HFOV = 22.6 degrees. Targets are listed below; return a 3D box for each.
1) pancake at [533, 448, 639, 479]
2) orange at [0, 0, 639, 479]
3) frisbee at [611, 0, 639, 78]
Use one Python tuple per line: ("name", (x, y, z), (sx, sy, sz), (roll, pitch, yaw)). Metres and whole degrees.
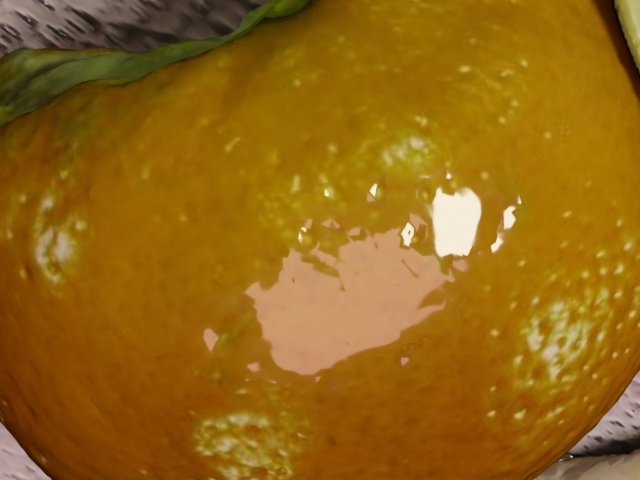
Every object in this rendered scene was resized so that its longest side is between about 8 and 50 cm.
("pancake", (0.148, 0.180, 0.683), (0.282, 0.049, 0.282), (-5, 124, -7))
("orange", (0.004, 0.003, 0.471), (0.237, 0.158, 0.179), (-16, 140, -1))
("frisbee", (0.183, -0.097, 0.439), (0.235, 0.017, 0.236), (0, 91, -12))
